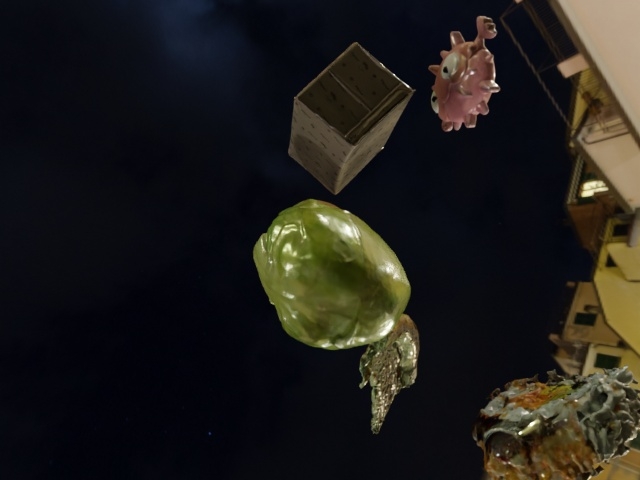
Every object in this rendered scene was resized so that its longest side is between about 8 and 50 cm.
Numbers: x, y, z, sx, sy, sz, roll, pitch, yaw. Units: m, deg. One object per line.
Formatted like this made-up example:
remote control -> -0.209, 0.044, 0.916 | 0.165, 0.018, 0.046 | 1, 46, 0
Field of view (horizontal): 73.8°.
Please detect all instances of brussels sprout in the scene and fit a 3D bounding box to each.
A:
brussels sprout -> 0.020, 0.039, 0.574 | 0.223, 0.161, 0.223 | 19, -140, -16

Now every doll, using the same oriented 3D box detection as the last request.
doll -> 0.335, -0.376, 0.991 | 0.093, 0.262, 0.211 | -12, -126, -23

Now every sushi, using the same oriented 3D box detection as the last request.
sushi -> 0.569, 0.438, 1.024 | 0.417, 0.417, 0.176 | -21, -104, -23

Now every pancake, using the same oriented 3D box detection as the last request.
pancake -> 0.206, 0.350, 1.197 | 0.305, 0.066, 0.427 | -55, -34, -35

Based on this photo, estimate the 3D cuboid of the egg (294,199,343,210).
egg -> 0.000, 0.000, 1.146 | 0.201, 0.201, 0.244 | -45, -54, -19

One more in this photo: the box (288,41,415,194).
box -> 0.061, -0.294, 1.091 | 0.190, 0.297, 0.225 | 42, -105, 6
